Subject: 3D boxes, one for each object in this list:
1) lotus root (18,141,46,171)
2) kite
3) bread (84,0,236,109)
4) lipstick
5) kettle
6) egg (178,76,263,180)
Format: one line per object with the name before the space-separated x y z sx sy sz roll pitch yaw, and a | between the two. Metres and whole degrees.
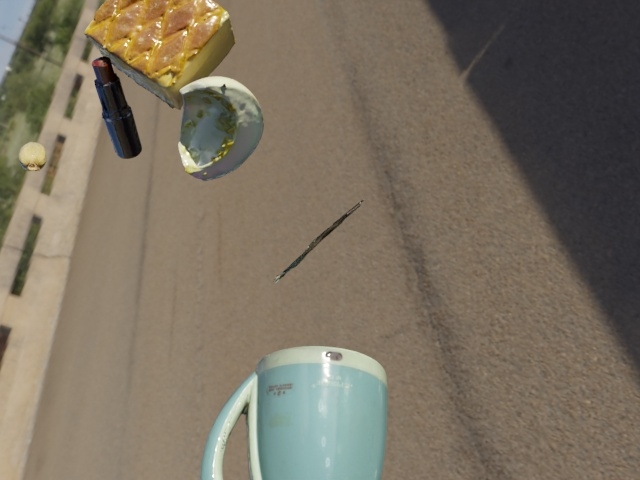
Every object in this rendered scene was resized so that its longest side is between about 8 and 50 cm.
lotus root | -0.801 -0.232 1.984 0.150 0.073 0.062 -120 32 -52
kite | 0.000 0.000 1.506 0.268 0.013 0.323 -42 -2 -12
bread | -0.409 -0.532 1.853 0.279 0.279 0.207 -51 -3 -7
lipstick | -0.543 -0.348 1.891 0.299 0.081 0.081 83 -177 -46
kettle | -0.043 0.383 1.236 0.247 0.320 0.341 109 167 -56
egg | -0.267 -0.311 1.826 0.161 0.207 0.270 52 141 42
